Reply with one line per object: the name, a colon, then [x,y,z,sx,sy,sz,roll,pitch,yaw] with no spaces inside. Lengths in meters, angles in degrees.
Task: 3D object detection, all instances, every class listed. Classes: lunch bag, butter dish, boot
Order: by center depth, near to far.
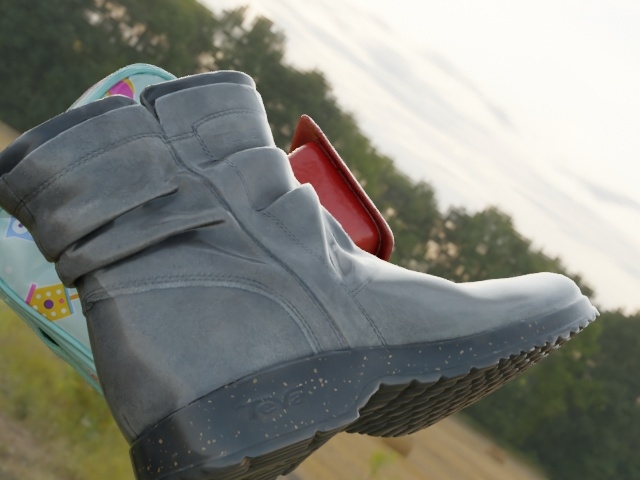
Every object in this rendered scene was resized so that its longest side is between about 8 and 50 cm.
boot: [0.000,0.000,0.780,0.338,0.118,0.222,-10,66,-45]
lunch bag: [-0.114,0.025,1.070,0.279,0.224,0.108,44,-17,-13]
butter dish: [-0.022,-0.005,1.310,0.160,0.118,0.160,55,-26,20]
